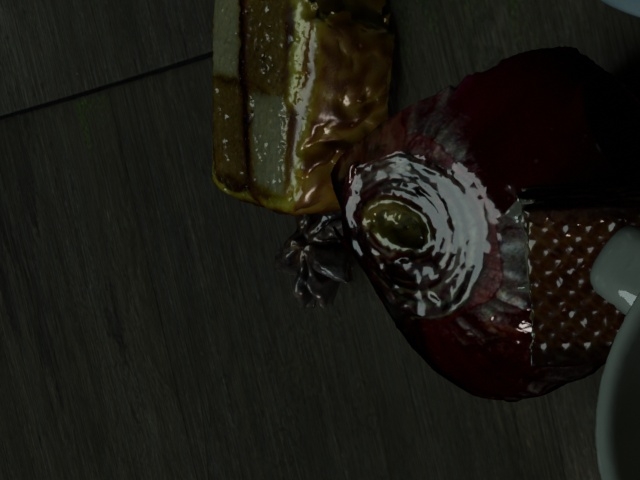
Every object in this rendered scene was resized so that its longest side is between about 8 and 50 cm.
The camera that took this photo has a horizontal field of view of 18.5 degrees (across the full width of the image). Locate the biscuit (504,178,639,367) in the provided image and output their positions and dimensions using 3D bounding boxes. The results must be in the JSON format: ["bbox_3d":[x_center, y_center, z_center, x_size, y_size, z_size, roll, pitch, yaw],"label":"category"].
[{"bbox_3d":[0.237,0.014,1.204,0.070,0.252,0.106,-54,-41,-70],"label":"biscuit"}]

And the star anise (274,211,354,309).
[{"bbox_3d":[0.003,0.008,1.737,0.129,0.056,0.124,51,126,54],"label":"star anise"}]

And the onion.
[{"bbox_3d":[0.154,-0.009,1.352,0.206,0.216,0.207,-34,77,36],"label":"onion"}]

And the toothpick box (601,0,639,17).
[{"bbox_3d":[0.255,-0.305,1.029,0.263,0.263,0.355,29,127,51],"label":"toothpick box"}]

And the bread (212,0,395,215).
[{"bbox_3d":[-0.022,-0.130,1.675,0.181,0.096,0.222,26,119,53],"label":"bread"}]

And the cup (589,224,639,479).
[{"bbox_3d":[0.280,0.098,1.070,0.301,0.257,0.227,40,98,40],"label":"cup"}]
